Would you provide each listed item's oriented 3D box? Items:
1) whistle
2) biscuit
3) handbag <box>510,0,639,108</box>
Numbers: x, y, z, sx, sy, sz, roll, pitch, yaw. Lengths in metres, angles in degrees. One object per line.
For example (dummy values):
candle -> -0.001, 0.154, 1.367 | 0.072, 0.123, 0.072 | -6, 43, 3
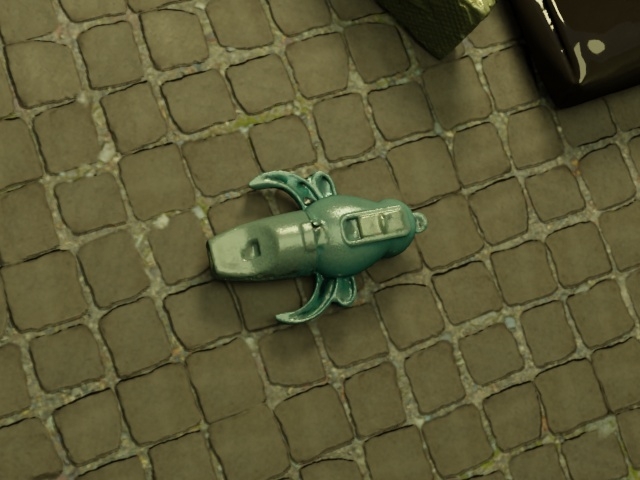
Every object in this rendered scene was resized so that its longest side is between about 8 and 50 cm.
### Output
whistle -> 0.000, 0.000, 1.497 | 0.273, 0.093, 0.186 | -10, 82, -15
biscuit -> 0.095, -0.343, 1.560 | 0.252, 0.150, 0.052 | 43, 70, -5
handbag -> 0.388, -0.333, 1.665 | 0.285, 0.113, 0.257 | -24, 80, -12
